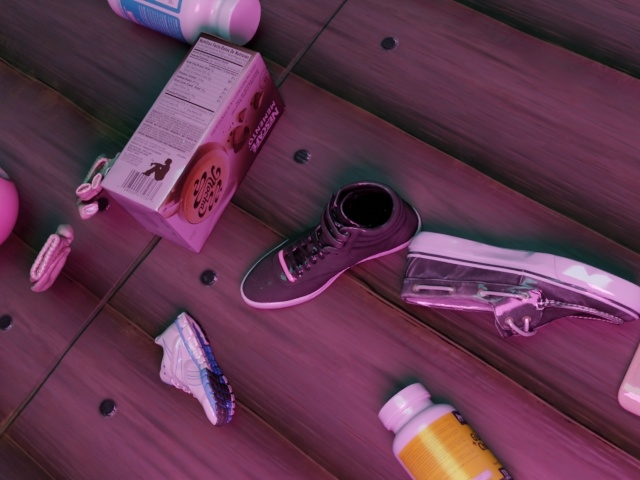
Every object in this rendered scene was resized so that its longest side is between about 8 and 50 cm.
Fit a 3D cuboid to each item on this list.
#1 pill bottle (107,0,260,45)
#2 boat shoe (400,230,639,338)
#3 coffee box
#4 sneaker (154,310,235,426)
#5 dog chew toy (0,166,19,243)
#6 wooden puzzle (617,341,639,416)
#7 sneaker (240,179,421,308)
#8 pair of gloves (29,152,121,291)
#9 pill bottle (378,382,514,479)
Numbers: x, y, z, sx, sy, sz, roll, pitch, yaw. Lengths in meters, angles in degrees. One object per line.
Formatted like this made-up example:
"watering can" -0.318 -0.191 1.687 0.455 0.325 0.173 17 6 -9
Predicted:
"pill bottle" -0.237 -0.425 1.465 0.264 0.146 0.146 26 76 22
"boat shoe" 0.269 0.079 1.148 0.335 0.121 0.119 12 78 30
"coffee box" -0.192 -0.154 1.325 0.119 0.168 0.297 24 74 22
"sneaker" -0.191 0.201 1.232 0.083 0.071 0.190 -34 55 5
"dog chew toy" -0.653 -0.002 1.366 0.207 0.206 0.331 39 88 25
"wooden puzzle" 0.533 0.150 1.076 0.221 0.044 0.238 24 75 22
"sneaker" 0.000 0.000 1.221 0.296 0.147 0.104 -25 65 4
"pair of gloves" -0.389 -0.026 1.321 0.042 0.204 0.240 30 71 -13
"pill bottle" 0.159 0.278 1.083 0.103 0.103 0.184 -38 64 -4
